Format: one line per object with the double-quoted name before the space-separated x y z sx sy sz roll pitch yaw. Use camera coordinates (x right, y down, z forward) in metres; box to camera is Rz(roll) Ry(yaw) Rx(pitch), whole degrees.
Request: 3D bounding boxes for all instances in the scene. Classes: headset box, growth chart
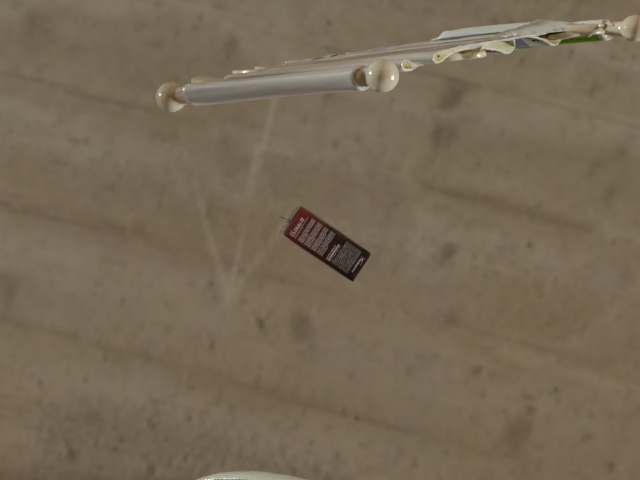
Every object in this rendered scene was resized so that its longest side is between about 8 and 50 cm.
"headset box" 0.000 0.000 1.434 0.083 0.032 0.062 33 -2 -5
"growth chart" 0.043 -0.099 0.883 0.172 0.021 0.237 0 12 45

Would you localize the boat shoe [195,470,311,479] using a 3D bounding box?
"boat shoe" 0.011 0.208 0.693 0.113 0.127 0.340 -9 34 -45
